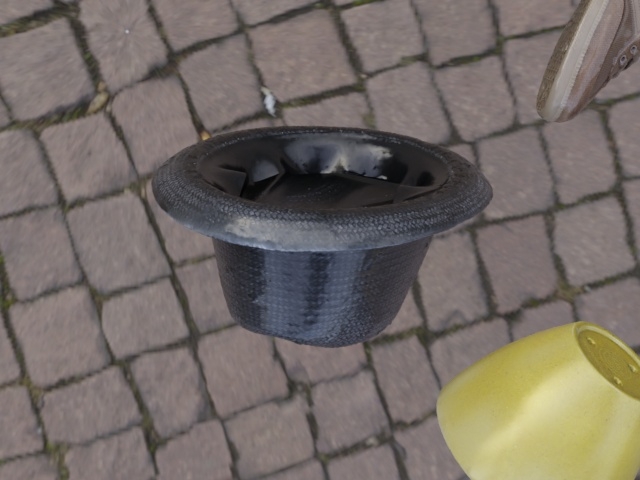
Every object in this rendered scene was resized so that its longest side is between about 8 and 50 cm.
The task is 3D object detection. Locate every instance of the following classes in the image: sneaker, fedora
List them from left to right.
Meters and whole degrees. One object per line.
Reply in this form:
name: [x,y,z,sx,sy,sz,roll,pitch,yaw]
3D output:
fedora: [0.000,0.000,1.204,0.334,0.334,0.152,2,110,-9]
sneaker: [0.205,-0.149,0.824,0.071,0.066,0.188,28,80,0]

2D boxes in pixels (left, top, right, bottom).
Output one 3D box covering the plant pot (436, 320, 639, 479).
plant pot: [0.155,0.107,0.810,0.134,0.134,0.095,32,117,-12]
